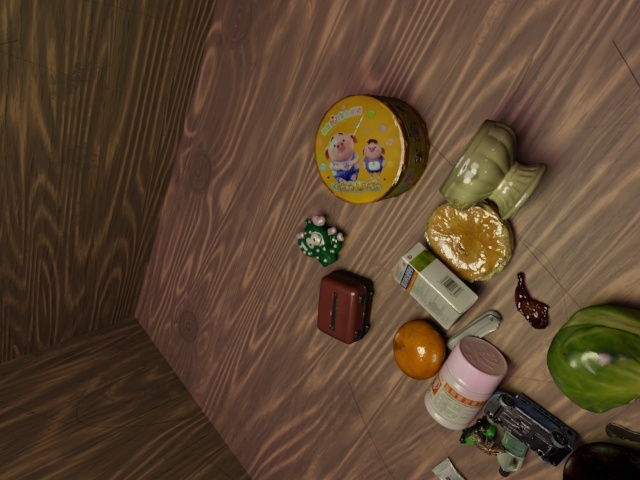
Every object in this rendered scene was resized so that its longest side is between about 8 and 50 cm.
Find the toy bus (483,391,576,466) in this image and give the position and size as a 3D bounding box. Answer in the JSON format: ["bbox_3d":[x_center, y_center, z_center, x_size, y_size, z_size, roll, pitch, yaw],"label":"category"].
[{"bbox_3d":[0.754,0.659,1.611,0.292,0.133,0.126,35,127,25],"label":"toy bus"}]

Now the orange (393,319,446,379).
[{"bbox_3d":[0.405,0.443,1.811,0.240,0.171,0.240,7,99,52],"label":"orange"}]

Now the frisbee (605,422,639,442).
[{"bbox_3d":[1.060,0.659,1.434,0.211,0.012,0.188,-29,84,41],"label":"frisbee"}]

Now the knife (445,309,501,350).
[{"bbox_3d":[0.592,0.358,1.724,0.073,0.040,0.265,44,128,2],"label":"knife"}]

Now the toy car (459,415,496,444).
[{"bbox_3d":[0.631,0.775,1.789,0.062,0.071,0.165,43,126,6],"label":"toy car"}]

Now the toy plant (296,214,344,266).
[{"bbox_3d":[-0.004,0.001,2.079,0.243,0.112,0.233,42,127,17],"label":"toy plant"}]

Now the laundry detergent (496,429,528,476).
[{"bbox_3d":[0.735,0.817,1.710,0.099,0.070,0.226,22,114,33],"label":"laundry detergent"}]

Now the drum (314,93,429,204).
[{"bbox_3d":[0.200,-0.356,1.745,0.430,0.214,0.432,11,109,36],"label":"drum"}]

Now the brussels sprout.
[{"bbox_3d":[0.878,0.353,1.328,0.371,0.275,0.315,-31,85,40],"label":"brussels sprout"}]

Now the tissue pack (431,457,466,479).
[{"bbox_3d":[0.587,1.050,1.926,0.193,0.026,0.123,47,127,21],"label":"tissue pack"}]

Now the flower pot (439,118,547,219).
[{"bbox_3d":[0.559,-0.211,1.445,0.244,0.307,0.308,34,123,12],"label":"flower pot"}]

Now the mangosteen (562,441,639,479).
[{"bbox_3d":[0.926,0.806,1.390,0.330,0.330,0.330,12,109,37],"label":"mangosteen"}]

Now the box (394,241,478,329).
[{"bbox_3d":[0.434,0.178,1.707,0.299,0.106,0.200,47,161,22],"label":"box"}]

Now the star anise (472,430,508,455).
[{"bbox_3d":[0.638,0.783,1.718,0.129,0.056,0.124,37,146,5],"label":"star anise"}]

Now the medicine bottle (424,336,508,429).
[{"bbox_3d":[0.549,0.548,1.701,0.202,0.202,0.316,36,124,28],"label":"medicine bottle"}]

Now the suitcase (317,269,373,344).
[{"bbox_3d":[0.109,0.301,2.034,0.236,0.161,0.297,19,115,36],"label":"suitcase"}]

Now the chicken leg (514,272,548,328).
[{"bbox_3d":[0.732,0.218,1.564,0.093,0.053,0.205,-37,84,16],"label":"chicken leg"}]

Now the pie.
[{"bbox_3d":[0.541,-0.004,1.640,0.339,0.083,0.340,10,106,38],"label":"pie"}]
